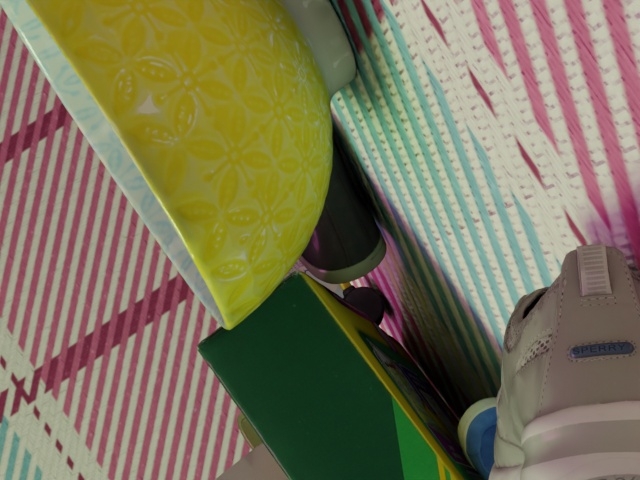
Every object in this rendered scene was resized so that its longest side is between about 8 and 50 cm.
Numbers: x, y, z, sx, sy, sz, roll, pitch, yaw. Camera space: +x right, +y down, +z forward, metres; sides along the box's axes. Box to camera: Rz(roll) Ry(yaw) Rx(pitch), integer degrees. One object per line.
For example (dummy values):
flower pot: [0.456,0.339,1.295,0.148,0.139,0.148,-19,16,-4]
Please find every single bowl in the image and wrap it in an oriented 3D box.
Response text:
bowl: [-0.073,-0.106,0.949,0.289,0.156,0.289,54,172,12]

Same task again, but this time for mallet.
mallet: [0.000,0.000,1.391,0.190,0.039,0.062,60,173,2]

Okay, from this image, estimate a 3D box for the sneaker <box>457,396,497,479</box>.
sneaker: [0.154,0.179,1.085,0.152,0.058,0.084,60,173,-29]

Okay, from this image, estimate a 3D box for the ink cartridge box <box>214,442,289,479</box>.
ink cartridge box: [-0.019,0.328,1.192,0.198,0.197,0.270,48,-176,-29]

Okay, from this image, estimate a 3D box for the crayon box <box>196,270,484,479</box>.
crayon box: [0.079,0.204,1.220,0.313,0.106,0.363,54,-176,19]

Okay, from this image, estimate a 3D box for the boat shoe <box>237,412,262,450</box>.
boat shoe: [0.007,0.214,1.942,0.302,0.103,0.113,-7,114,58]

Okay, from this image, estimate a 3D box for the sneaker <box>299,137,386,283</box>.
sneaker: [-0.031,-0.065,1.198,0.222,0.083,0.118,35,152,49]

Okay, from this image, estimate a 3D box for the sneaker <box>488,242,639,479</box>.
sneaker: [0.136,0.069,0.744,0.281,0.105,0.115,79,-170,-80]

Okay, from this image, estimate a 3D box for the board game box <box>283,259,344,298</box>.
board game box: [0.026,0.177,1.652,0.318,0.066,0.319,53,162,20]
